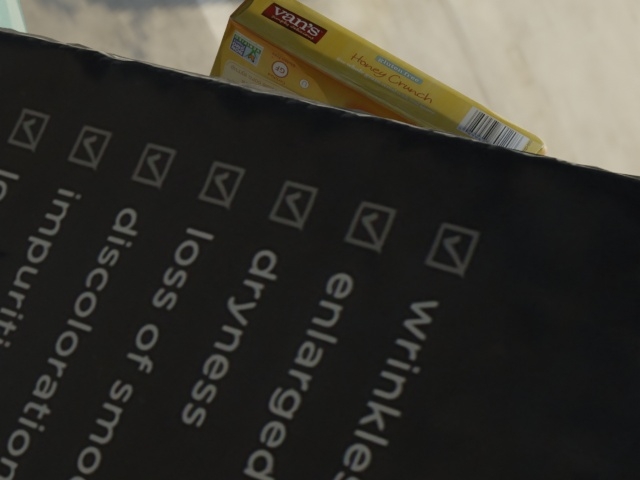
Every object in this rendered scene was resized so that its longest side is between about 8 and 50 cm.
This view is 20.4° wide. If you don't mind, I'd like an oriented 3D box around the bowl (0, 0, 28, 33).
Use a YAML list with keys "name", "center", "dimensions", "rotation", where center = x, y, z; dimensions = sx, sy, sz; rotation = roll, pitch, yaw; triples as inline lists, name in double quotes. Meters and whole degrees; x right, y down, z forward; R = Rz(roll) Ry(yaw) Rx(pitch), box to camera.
- name: "bowl"
  center: [-0.328, -0.117, 1.255]
  dimensions: [0.163, 0.311, 0.311]
  rotation: [53, 23, -54]

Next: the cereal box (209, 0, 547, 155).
- name: "cereal box"
  center: [0.000, 0.000, 0.964]
  dimensions: [0.173, 0.240, 0.047]
  rotation: [29, 43, 7]

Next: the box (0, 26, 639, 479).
- name: "box"
  center: [-0.026, 0.216, 0.593]
  dimensions: [0.297, 0.472, 0.480]
  rotation: [38, 73, -49]
